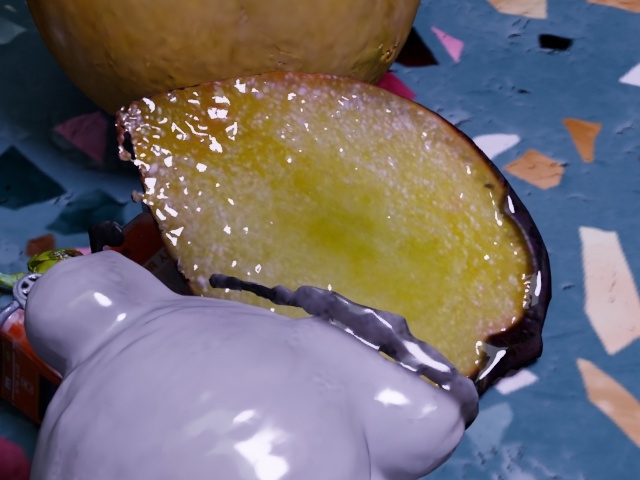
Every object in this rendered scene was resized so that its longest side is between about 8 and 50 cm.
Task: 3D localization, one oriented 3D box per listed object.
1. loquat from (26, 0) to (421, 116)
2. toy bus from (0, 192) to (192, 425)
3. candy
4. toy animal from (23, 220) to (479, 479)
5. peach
[{"bbox_3d":[-0.057,-0.184,1.150,0.263,0.263,0.263,0,43,0],"label":"loquat"},{"bbox_3d":[-0.104,0.036,1.041,0.077,0.079,0.174,35,52,21],"label":"toy bus"},{"bbox_3d":[-0.192,0.020,1.093,0.123,0.035,0.035,2,86,16],"label":"candy"},{"bbox_3d":[-0.082,0.186,0.811,0.258,0.194,0.357,25,56,11],"label":"toy animal"},{"bbox_3d":[0.000,0.002,1.033,0.279,0.068,0.189,28,60,-17],"label":"peach"}]
